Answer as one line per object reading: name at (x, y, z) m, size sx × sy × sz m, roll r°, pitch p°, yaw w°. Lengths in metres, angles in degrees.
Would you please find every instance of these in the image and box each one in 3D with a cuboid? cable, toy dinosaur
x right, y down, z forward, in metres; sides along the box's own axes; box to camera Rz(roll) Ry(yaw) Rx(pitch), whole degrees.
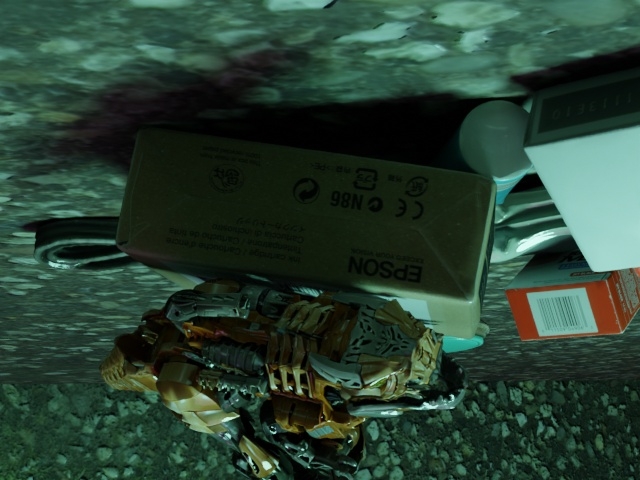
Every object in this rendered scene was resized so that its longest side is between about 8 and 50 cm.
cable at (-0.097, 0.016, 1.083) m, size 0.287 × 0.072 × 0.139 m, roll 1°, pitch 163°, yaw -21°
toy dinosaur at (-0.030, 0.080, 0.808) m, size 0.218 × 0.164 × 0.322 m, roll 37°, pitch 173°, yaw -36°

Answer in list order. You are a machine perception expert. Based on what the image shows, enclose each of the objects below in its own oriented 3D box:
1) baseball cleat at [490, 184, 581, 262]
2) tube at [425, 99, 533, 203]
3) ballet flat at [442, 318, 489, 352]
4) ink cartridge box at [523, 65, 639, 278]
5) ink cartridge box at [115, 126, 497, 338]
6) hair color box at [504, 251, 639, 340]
baseball cleat at (0.210, -0.025, 1.033) m, size 0.206 × 0.072 × 0.109 m, roll -4°, pitch -175°, yaw 13°
tube at (0.109, -0.048, 0.890) m, size 0.080 × 0.052 × 0.207 m, roll 13°, pitch 171°, yaw -1°
ballet flat at (0.061, 0.080, 1.374) m, size 0.108 × 0.106 × 0.316 m, roll 13°, pitch 161°, yaw -36°
ink cartridge box at (0.297, -0.022, 0.768) m, size 0.275 × 0.060 × 0.239 m, roll -10°, pitch 134°, yaw 31°
ink cartridge box at (0.000, 0.000, 0.868) m, size 0.235 × 0.088 × 0.193 m, roll 8°, pitch 170°, yaw 9°
hair color box at (0.235, 0.023, 1.070) m, size 0.093 × 0.053 × 0.167 m, roll -8°, pitch -162°, yaw 35°
